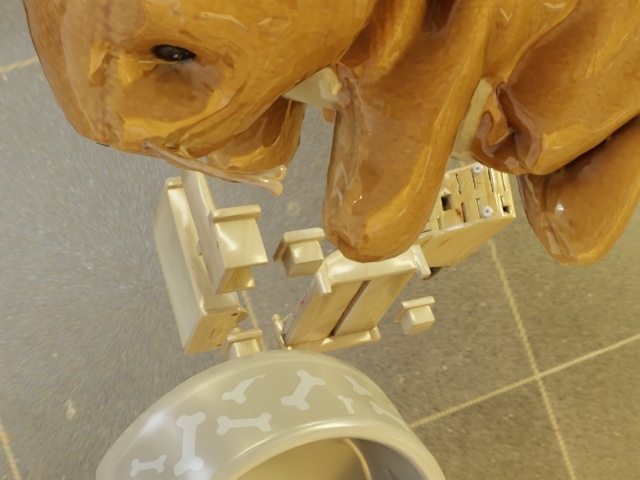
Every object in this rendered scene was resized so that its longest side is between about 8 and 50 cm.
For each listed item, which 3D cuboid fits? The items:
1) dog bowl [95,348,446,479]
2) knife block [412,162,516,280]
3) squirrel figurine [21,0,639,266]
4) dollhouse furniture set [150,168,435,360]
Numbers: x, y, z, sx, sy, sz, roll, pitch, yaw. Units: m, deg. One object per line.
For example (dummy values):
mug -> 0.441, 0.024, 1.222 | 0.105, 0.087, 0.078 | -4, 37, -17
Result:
dog bowl -> -0.035, 0.272, 0.841 | 0.348, 0.102, 0.349 | -10, 111, -29
knife block -> 0.183, -0.015, 1.483 | 0.275, 0.242, 0.088 | -17, 71, 26
squirrel figurine -> 0.032, -0.187, 0.536 | 0.370, 0.281, 0.397 | 4, 122, -44
dollhouse furniture set -> 0.000, 0.000, 1.188 | 0.355, 0.303, 0.174 | -9, 64, -23
